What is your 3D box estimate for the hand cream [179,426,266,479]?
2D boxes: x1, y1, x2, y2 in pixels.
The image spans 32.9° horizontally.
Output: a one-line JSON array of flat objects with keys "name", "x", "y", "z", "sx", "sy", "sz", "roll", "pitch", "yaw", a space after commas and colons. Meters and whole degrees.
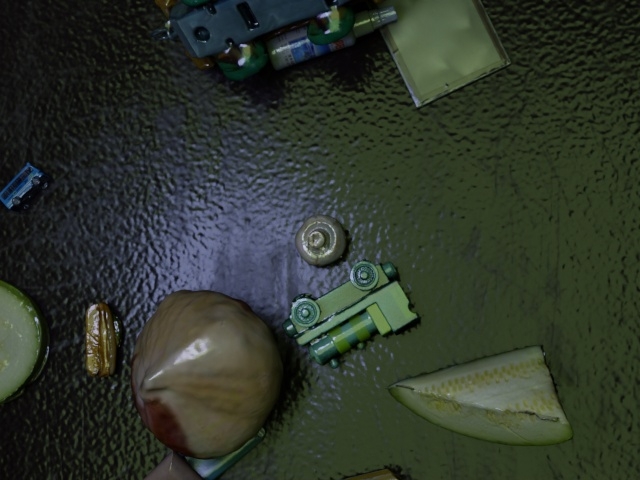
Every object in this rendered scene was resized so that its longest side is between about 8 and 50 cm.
[{"name": "hand cream", "x": -0.192, "y": 0.353, "z": 1.726, "sx": 0.224, "sy": 0.048, "sz": 0.083, "roll": -42, "pitch": 81, "yaw": -5}]

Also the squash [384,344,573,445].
[{"name": "squash", "x": 0.238, "y": 0.269, "z": 1.639, "sx": 0.252, "sy": 0.093, "sz": 0.169, "roll": -15, "pitch": 37, "yaw": 5}]

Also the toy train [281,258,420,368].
[{"name": "toy train", "x": 0.045, "y": 0.117, "z": 1.697, "sx": 0.200, "sy": 0.083, "sz": 0.132, "roll": -31, "pitch": 84, "yaw": 4}]

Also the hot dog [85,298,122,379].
[{"name": "hot dog", "x": -0.354, "y": 0.162, "z": 1.769, "sx": 0.056, "sy": 0.041, "sz": 0.133, "roll": -1, "pitch": 89, "yaw": 16}]

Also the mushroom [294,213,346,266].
[{"name": "mushroom", "x": 0.000, "y": 0.000, "z": 1.722, "sx": 0.084, "sy": 0.067, "sz": 0.083, "roll": 0, "pitch": 91, "yaw": 7}]

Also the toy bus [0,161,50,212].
[{"name": "toy bus", "x": -0.496, "y": -0.088, "z": 1.813, "sx": 0.046, "sy": 0.038, "sz": 0.083, "roll": 43, "pitch": 90, "yaw": 13}]

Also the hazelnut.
[{"name": "hazelnut", "x": -0.180, "y": 0.195, "z": 1.627, "sx": 0.261, "sy": 0.241, "sz": 0.261, "roll": -6, "pitch": 81, "yaw": 42}]

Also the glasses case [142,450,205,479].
[{"name": "glasses case", "x": -0.197, "y": 0.425, "z": 1.668, "sx": 0.102, "sy": 0.070, "sz": 0.193, "roll": -44, "pitch": 98, "yaw": -6}]

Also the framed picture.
[{"name": "framed picture", "x": 0.185, "y": -0.350, "z": 1.765, "sx": 0.173, "sy": 0.010, "sz": 0.231, "roll": -24, "pitch": 81, "yaw": 5}]

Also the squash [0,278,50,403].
[{"name": "squash", "x": -0.560, "y": 0.168, "z": 1.791, "sx": 0.219, "sy": 0.041, "sz": 0.219, "roll": -1, "pitch": 83, "yaw": 8}]

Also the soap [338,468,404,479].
[{"name": "soap", "x": 0.057, "y": 0.437, "z": 1.662, "sx": 0.232, "sy": 0.073, "sz": 0.140, "roll": -15, "pitch": 86, "yaw": 5}]

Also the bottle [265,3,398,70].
[{"name": "bottle", "x": 0.019, "y": -0.337, "z": 1.760, "sx": 0.217, "sy": 0.060, "sz": 0.060, "roll": -19, "pitch": 82, "yaw": 6}]

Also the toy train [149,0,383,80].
[{"name": "toy train", "x": -0.072, "y": -0.414, "z": 1.701, "sx": 0.429, "sy": 0.249, "sz": 0.178, "roll": -17, "pitch": 126, "yaw": 20}]
